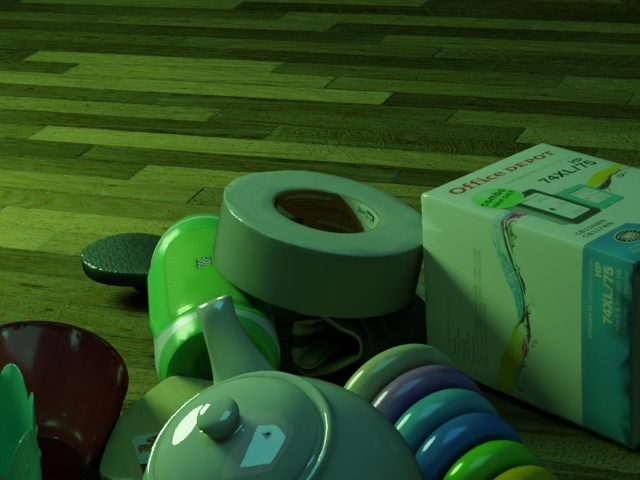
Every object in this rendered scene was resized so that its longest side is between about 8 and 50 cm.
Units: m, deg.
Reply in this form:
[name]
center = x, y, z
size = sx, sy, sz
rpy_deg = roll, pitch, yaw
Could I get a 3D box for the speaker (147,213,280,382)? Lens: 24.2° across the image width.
[speaker]
center = -0.116, 0.075, 1.587
size = 0.131, 0.131, 0.296
rpy_deg = -7, 24, -5

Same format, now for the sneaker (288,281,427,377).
[sneaker]
center = 0.006, 0.071, 1.621
size = 0.163, 0.086, 0.226
rpy_deg = -19, 29, -36

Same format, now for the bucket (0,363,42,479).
[bucket]
center = -0.349, 0.227, 1.213
size = 0.281, 0.183, 0.281
rpy_deg = -4, 23, 2

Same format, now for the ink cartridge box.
[ink cartridge box]
center = 0.263, 0.044, 1.493
size = 0.198, 0.197, 0.270
rpy_deg = -23, 30, -37

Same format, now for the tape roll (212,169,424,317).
[tape roll]
center = 0.000, 0.000, 1.561
size = 0.219, 0.072, 0.219
rpy_deg = 10, 23, -4

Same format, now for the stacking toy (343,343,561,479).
[stacking toy]
center = 0.147, 0.212, 1.230
size = 0.141, 0.141, 0.330
rpy_deg = -17, 31, -27

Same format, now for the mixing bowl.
[mixing bowl]
center = -0.264, 0.169, 1.378
size = 0.181, 0.181, 0.098
rpy_deg = -7, 45, -6

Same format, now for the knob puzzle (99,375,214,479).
[knob puzzle]
center = -0.109, 0.201, 1.379
size = 0.213, 0.030, 0.213
rpy_deg = 3, 40, -3

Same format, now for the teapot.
[teapot]
center = -0.045, 0.195, 1.150
size = 0.256, 0.187, 0.252
rpy_deg = 15, 54, 39

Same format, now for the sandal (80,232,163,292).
[sandal]
center = -0.158, 0.038, 1.784
size = 0.254, 0.054, 0.097
rpy_deg = 2, 30, -9
